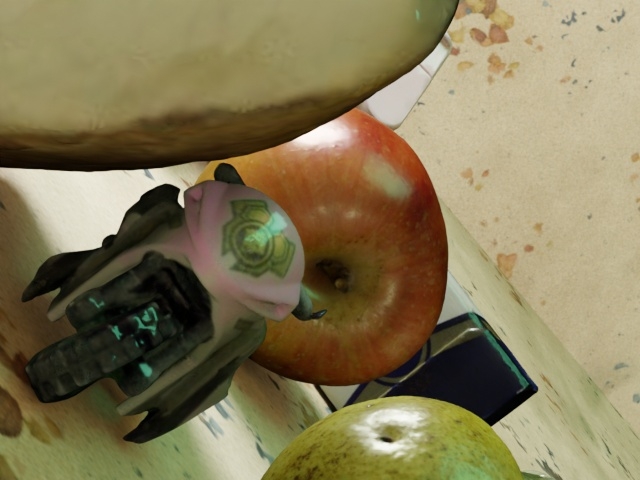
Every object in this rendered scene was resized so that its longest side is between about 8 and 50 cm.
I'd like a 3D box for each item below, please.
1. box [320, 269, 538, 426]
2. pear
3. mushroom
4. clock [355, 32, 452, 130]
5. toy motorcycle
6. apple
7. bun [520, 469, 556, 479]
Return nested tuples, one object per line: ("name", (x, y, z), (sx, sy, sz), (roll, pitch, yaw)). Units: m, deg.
("box", (0.067, 0.091, 1.831), (0.259, 0.168, 0.071), (53, 8, 17))
("pear", (0.043, 0.205, 1.284), (0.197, 0.197, 0.197), (49, 10, -12))
("mushroom", (-0.085, -0.129, 1.285), (0.397, 0.224, 0.313), (7, -13, 19))
("clock", (-0.058, -0.233, 2.128), (0.342, 0.184, 0.326), (50, -24, -17))
("toy motorcycle", (-0.084, 0.031, 1.292), (0.143, 0.188, 0.327), (55, 10, -1))
("apple", (0.000, 0.000, 1.668), (0.242, 0.242, 0.241), (49, 8, -14))
("bun", (0.198, 0.289, 1.800), (0.220, 0.134, 0.220), (46, 14, -15))
